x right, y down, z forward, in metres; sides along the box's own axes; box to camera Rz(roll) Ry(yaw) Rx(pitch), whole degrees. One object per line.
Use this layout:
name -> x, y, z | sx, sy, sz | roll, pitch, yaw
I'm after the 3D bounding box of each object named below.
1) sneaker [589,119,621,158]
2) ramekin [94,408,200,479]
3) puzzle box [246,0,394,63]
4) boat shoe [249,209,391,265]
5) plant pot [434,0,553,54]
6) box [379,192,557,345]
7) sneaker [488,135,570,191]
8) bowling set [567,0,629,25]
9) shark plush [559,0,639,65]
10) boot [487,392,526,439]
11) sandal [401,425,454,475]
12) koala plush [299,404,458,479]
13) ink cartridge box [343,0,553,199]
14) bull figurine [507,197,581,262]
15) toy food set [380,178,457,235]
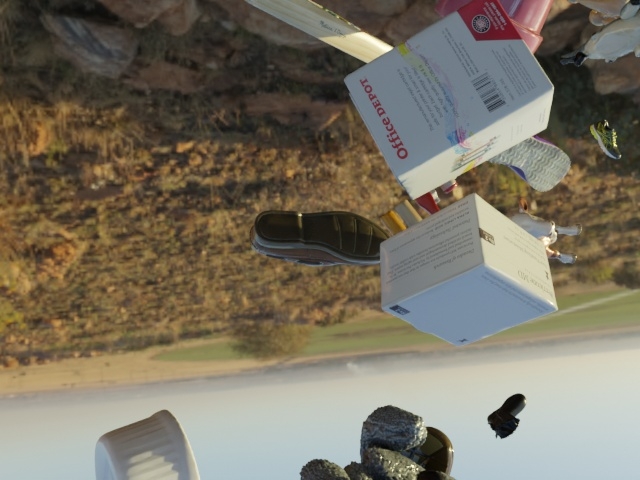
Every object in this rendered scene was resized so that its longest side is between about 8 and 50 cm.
sneaker -> 0.553, -0.195, 1.252 | 0.031, 0.083, 0.035 | -20, 163, -47
ramekin -> -0.329, 0.474, 1.231 | 0.135, 0.277, 0.277 | -9, 171, -31
puzzle box -> -0.044, -0.451, 1.266 | 0.409, 0.272, 0.052 | 9, 117, -48
boat shoe -> 0.000, 0.000, 1.411 | 0.307, 0.111, 0.104 | 11, 152, -10
plant pot -> 0.333, -0.442, 1.155 | 0.201, 0.201, 0.180 | 6, 125, -41
box -> 0.209, 0.051, 0.944 | 0.181, 0.119, 0.182 | 28, 138, -34
sneaker -> 0.431, -0.215, 1.446 | 0.293, 0.146, 0.102 | 22, 118, -35
bowling set -> 0.634, -0.589, 1.422 | 0.154, 0.200, 0.287 | 36, -167, 39
shark plush -> 0.393, -0.260, 0.860 | 0.067, 0.073, 0.161 | -37, 180, -33
boot -> 0.458, 0.425, 1.576 | 0.121, 0.045, 0.099 | -37, 180, 2
sandal -> 0.150, 0.348, 0.923 | 0.060, 0.219, 0.090 | -16, -150, -35
koala plush -> 0.125, 0.329, 0.762 | 0.221, 0.203, 0.196 | -6, -165, 45
ink cartridge box -> 0.138, -0.148, 0.708 | 0.176, 0.128, 0.127 | -28, 166, 9
bull figurine -> 0.424, 0.018, 1.369 | 0.188, 0.101, 0.310 | 10, 154, -13
toy food set -> 0.277, -0.090, 1.666 | 0.232, 0.104, 0.111 | -38, 178, -9
